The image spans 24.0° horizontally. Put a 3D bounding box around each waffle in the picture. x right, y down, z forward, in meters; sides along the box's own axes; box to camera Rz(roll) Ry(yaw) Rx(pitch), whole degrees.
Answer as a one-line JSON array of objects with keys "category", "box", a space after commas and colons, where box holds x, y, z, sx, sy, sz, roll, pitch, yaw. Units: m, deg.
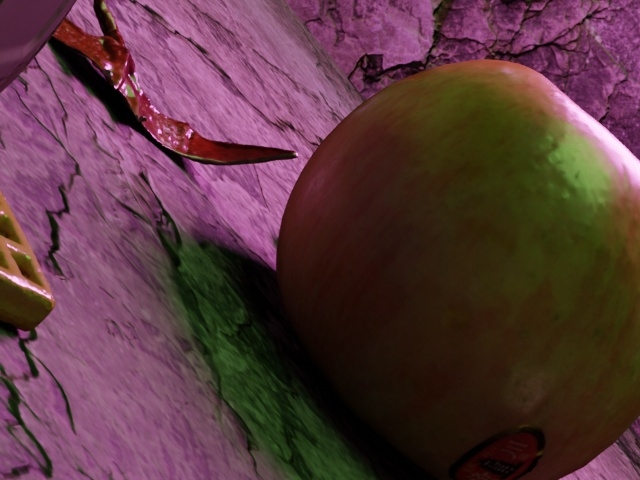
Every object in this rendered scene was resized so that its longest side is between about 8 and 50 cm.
[{"category": "waffle", "box": [-0.231, -0.033, 0.887, 0.125, 0.032, 0.191, 30, 20, -53]}]

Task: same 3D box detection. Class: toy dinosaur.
[{"category": "toy dinosaur", "box": [-0.164, -0.180, 1.445, 0.327, 0.113, 0.206, 52, 10, 1]}]

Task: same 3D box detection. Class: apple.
[{"category": "apple", "box": [0.154, 0.026, 1.411, 0.391, 0.346, 0.391, 43, 8, -8]}]

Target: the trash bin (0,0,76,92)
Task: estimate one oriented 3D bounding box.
[{"category": "trash bin", "box": [-0.268, -0.239, 0.964, 0.250, 0.219, 0.220, 41, 9, -3]}]
